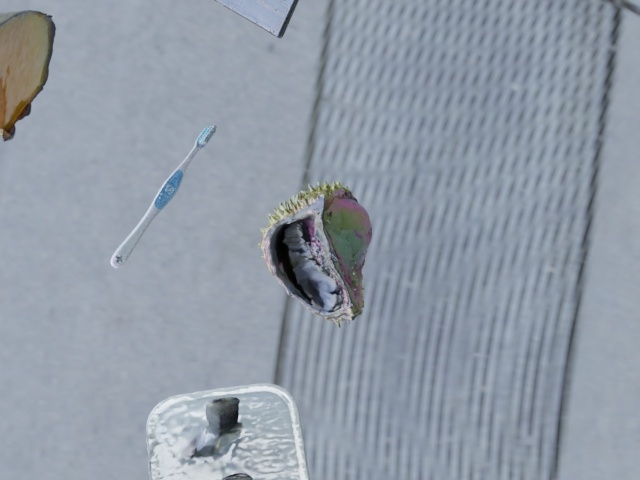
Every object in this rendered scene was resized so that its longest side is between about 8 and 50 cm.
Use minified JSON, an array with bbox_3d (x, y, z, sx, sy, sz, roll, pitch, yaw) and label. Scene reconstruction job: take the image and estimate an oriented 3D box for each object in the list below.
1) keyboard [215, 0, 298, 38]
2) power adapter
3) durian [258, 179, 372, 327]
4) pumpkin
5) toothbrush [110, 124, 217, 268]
[{"bbox_3d":[-0.082,-0.267,1.938,0.155,0.010,0.053,35,106,37],"label":"keyboard"},{"bbox_3d":[-0.071,0.186,1.431,0.125,0.205,0.130,-7,68,-5],"label":"power adapter"},{"bbox_3d":[0.003,-0.002,2.113,0.119,0.108,0.186,3,127,33],"label":"durian"},{"bbox_3d":[-0.379,-0.126,1.682,0.148,0.169,0.312,18,52,9],"label":"pumpkin"},{"bbox_3d":[-0.132,-0.038,1.523,0.162,0.014,0.017,-57,14,-27],"label":"toothbrush"}]
